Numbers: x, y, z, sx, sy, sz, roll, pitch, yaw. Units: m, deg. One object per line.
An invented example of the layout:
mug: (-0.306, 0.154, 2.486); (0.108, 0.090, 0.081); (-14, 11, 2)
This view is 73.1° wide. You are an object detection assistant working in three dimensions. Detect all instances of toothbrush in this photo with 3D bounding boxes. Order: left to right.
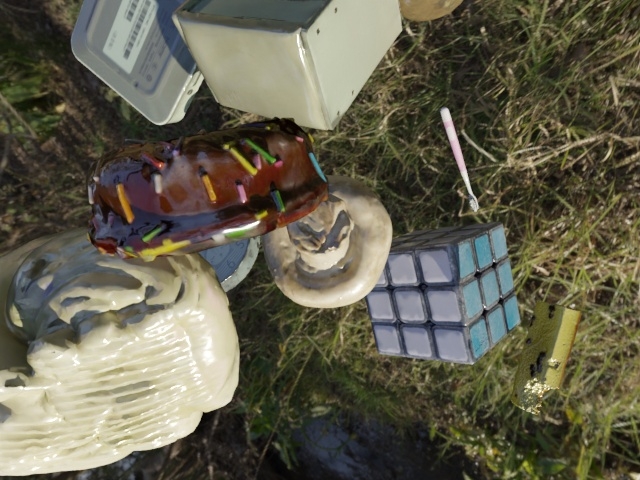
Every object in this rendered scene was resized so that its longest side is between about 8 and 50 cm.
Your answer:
toothbrush: (0.343, -0.191, 1.059); (0.020, 0.025, 0.286); (-13, 118, 29)

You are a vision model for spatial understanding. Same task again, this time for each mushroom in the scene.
mushroom: (0.000, 0.000, 0.911); (0.298, 0.290, 0.297); (0, 88, 14)

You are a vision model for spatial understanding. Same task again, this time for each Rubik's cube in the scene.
Rubik's cube: (0.322, 0.130, 1.181); (0.304, 0.305, 0.300); (-7, 99, 45)

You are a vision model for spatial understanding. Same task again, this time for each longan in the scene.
longan: (0.216, -0.536, 0.877); (0.167, 0.187, 0.167); (-28, 56, 52)

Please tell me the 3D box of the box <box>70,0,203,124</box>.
box: (-0.489, -0.590, 1.223); (0.397, 0.111, 0.396); (40, 117, 3)

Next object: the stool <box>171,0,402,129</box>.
stool: (-0.040, -0.345, 0.691); (0.244, 0.269, 0.170); (21, 155, 26)

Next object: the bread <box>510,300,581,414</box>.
bread: (0.444, 0.235, 0.862); (0.049, 0.226, 0.088); (16, 179, -11)

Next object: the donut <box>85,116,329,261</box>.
donut: (-0.110, -0.058, 0.409); (0.230, 0.216, 0.095); (-8, 106, 4)

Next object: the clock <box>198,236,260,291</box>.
clock: (-0.224, 0.000, 0.828); (0.215, 0.215, 0.042); (32, 174, 20)

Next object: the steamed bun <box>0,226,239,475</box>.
steamed bun: (-0.293, 0.124, 0.582); (0.352, 0.339, 0.247); (89, 159, -43)
